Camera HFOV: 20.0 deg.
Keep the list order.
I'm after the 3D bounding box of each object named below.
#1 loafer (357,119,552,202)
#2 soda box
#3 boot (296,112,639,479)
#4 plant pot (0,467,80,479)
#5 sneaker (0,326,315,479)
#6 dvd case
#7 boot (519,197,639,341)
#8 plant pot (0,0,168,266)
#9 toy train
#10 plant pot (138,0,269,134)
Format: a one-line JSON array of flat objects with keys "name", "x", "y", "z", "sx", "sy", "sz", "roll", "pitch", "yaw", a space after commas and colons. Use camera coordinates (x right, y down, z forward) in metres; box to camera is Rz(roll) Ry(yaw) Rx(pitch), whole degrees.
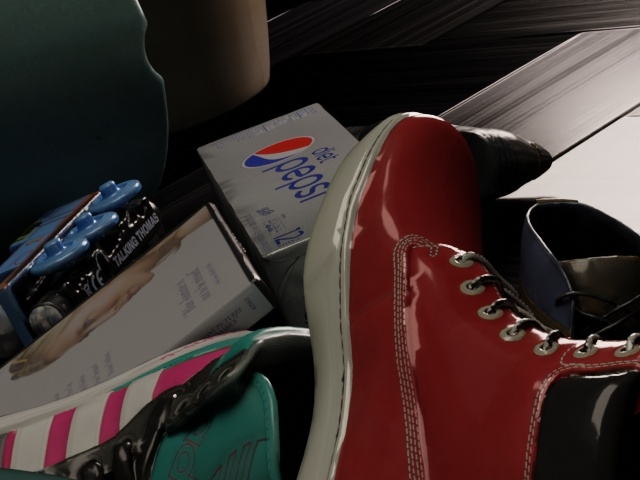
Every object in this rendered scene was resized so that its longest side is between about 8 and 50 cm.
[{"name": "loafer", "x": 0.086, "y": -0.051, "z": 1.235, "sx": 0.061, "sy": 0.062, "sz": 0.170, "roll": -4, "pitch": 10, "yaw": -33}, {"name": "soda box", "x": 0.000, "y": 0.000, "z": 1.080, "sx": 0.091, "sy": 0.098, "sz": 0.286, "roll": -22, "pitch": 17, "yaw": -5}, {"name": "boot", "x": 0.078, "y": 0.033, "z": 0.696, "sx": 0.176, "sy": 0.088, "sz": 0.244, "roll": -26, "pitch": 45, "yaw": 37}, {"name": "plant pot", "x": -0.093, "y": 0.175, "z": 0.355, "sx": 0.235, "sy": 0.293, "sz": 0.293, "roll": -9, "pitch": 12, "yaw": -23}, {"name": "sneaker", "x": -0.074, "y": 0.121, "z": 0.764, "sx": 0.295, "sy": 0.124, "sz": 0.178, "roll": -28, "pitch": 10, "yaw": -31}, {"name": "dvd case", "x": -0.141, "y": 0.081, "z": 0.981, "sx": 0.253, "sy": 0.022, "sz": 0.180, "roll": -39, "pitch": 18, "yaw": 0}, {"name": "boot", "x": 0.110, "y": 0.057, "z": 0.748, "sx": 0.082, "sy": 0.106, "sz": 0.219, "roll": -4, "pitch": 16, "yaw": -5}, {"name": "plant pot", "x": -0.317, "y": -0.090, "z": 1.368, "sx": 0.334, "sy": 0.341, "sz": 0.341, "roll": -20, "pitch": 15, "yaw": -31}, {"name": "toy train", "x": -0.169, "y": 0.025, "z": 1.232, "sx": 0.105, "sy": 0.080, "sz": 0.184, "roll": -22, "pitch": 17, "yaw": 25}, {"name": "plant pot", "x": -0.184, "y": -0.253, "z": 1.748, "sx": 0.323, "sy": 0.280, "sz": 0.323, "roll": -17, "pitch": 17, "yaw": 5}]
